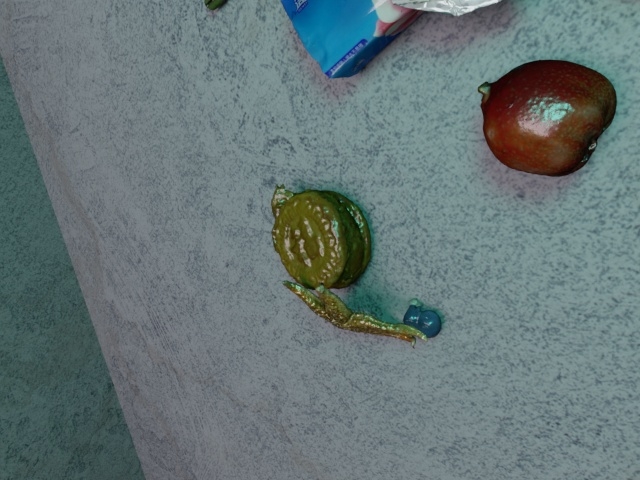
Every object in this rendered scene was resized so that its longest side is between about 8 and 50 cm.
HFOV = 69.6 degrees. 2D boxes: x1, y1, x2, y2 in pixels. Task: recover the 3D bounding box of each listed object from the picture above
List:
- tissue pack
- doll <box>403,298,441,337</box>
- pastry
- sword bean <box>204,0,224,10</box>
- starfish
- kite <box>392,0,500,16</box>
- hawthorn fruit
[{"bbox_3d":[0.073,-0.439,0.781,0.269,0.137,0.209,-28,89,43],"label":"tissue pack"},{"bbox_3d":[0.219,0.177,0.988,0.083,0.050,0.076,19,124,30],"label":"doll"},{"bbox_3d":[0.000,0.000,1.050,0.235,0.132,0.240,21,114,41],"label":"pastry"},{"bbox_3d":[-0.175,-0.604,0.985,0.043,0.038,0.269,40,134,-14],"label":"sword bean"},{"bbox_3d":[0.058,0.162,0.993,0.302,0.060,0.299,31,166,-29],"label":"starfish"},{"bbox_3d":[0.183,-0.489,0.594,0.204,0.022,0.361,9,121,24],"label":"kite"},{"bbox_3d":[0.320,-0.185,0.679,0.188,0.169,0.169,40,129,23],"label":"hawthorn fruit"}]
